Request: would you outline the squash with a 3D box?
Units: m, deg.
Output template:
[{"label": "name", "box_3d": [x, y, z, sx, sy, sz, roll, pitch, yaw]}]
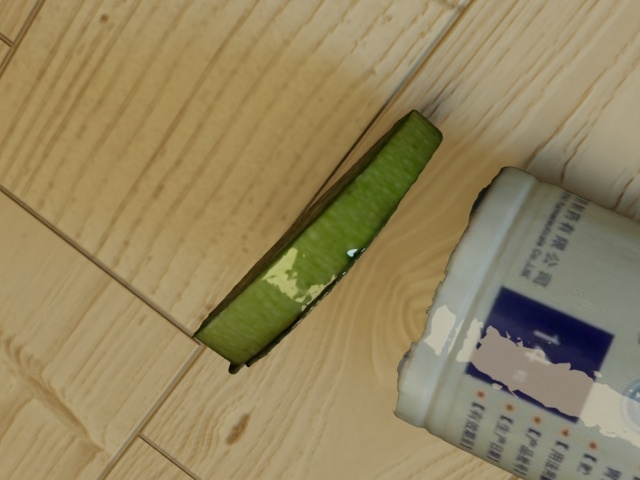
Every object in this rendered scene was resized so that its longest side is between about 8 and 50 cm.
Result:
[{"label": "squash", "box_3d": [-0.004, -0.003, 1.320, 0.041, 0.219, 0.219, 42, 127, -6]}]

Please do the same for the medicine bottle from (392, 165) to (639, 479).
[{"label": "medicine bottle", "box_3d": [0.232, 0.101, 1.288, 0.332, 0.190, 0.190, 25, 126, 9]}]
